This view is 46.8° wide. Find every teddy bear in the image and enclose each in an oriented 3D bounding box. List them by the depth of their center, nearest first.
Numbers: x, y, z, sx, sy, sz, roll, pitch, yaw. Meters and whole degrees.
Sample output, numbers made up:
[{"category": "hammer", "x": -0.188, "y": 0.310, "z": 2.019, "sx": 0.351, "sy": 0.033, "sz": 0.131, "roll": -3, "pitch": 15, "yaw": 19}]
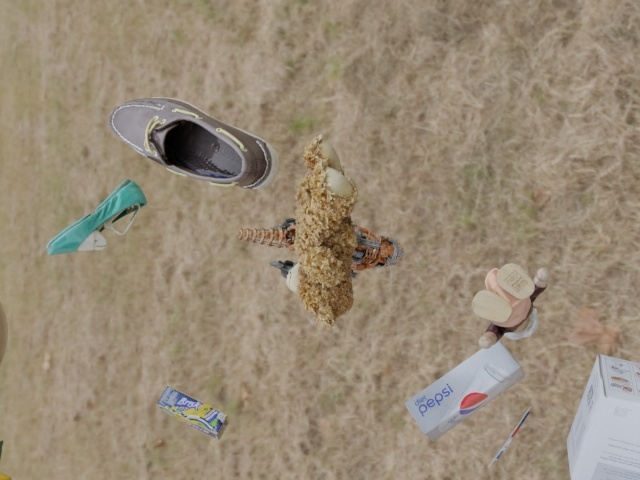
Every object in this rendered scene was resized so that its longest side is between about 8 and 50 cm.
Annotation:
[{"category": "teddy bear", "x": -0.005, "y": -0.010, "z": 1.257, "sx": 0.338, "sy": 0.113, "sz": 0.245, "roll": 96, "pitch": 162, "yaw": -53}]

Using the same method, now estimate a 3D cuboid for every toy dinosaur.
[{"category": "toy dinosaur", "x": 0.000, "y": 0.000, "z": 1.471, "sx": 0.218, "sy": 0.322, "sz": 0.164, "roll": -14, "pitch": 49, "yaw": 64}]

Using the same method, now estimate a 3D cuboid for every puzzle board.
[{"category": "puzzle board", "x": 0.398, "y": 0.413, "z": 1.552, "sx": 0.011, "sy": 0.128, "sz": 0.096, "roll": 35, "pitch": 145, "yaw": 20}]

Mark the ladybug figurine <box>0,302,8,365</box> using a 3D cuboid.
[{"category": "ladybug figurine", "x": -0.663, "y": 0.146, "z": 1.089, "sx": 0.162, "sy": 0.450, "sz": 0.305, "roll": -38, "pitch": -57, "yaw": -83}]

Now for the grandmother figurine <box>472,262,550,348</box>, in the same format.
[{"category": "grandmother figurine", "x": 0.396, "y": 0.136, "z": 1.528, "sx": 0.208, "sy": 0.342, "sz": 0.104, "roll": -38, "pitch": 67, "yaw": 3}]

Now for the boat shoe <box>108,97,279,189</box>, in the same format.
[{"category": "boat shoe", "x": -0.228, "y": -0.165, "z": 1.220, "sx": 0.324, "sy": 0.097, "sz": 0.116, "roll": 23, "pitch": 102, "yaw": 21}]

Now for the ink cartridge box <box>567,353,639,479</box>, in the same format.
[{"category": "ink cartridge box", "x": 0.599, "y": 0.371, "z": 1.272, "sx": 0.130, "sy": 0.310, "sz": 0.271, "roll": -61, "pitch": -19, "yaw": -60}]

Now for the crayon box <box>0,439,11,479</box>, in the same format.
[{"category": "crayon box", "x": -0.440, "y": 0.351, "z": 0.747, "sx": 0.083, "sy": 0.323, "sz": 0.203, "roll": 16, "pitch": 99, "yaw": 24}]

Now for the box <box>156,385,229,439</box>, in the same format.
[{"category": "box", "x": -0.308, "y": 0.417, "z": 1.793, "sx": 0.054, "sy": 0.169, "sz": 0.059, "roll": -60, "pitch": -12, "yaw": -26}]

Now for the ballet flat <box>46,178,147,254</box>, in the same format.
[{"category": "ballet flat", "x": -0.475, "y": -0.032, "z": 1.611, "sx": 0.087, "sy": 0.247, "sz": 0.083, "roll": 45, "pitch": 155, "yaw": -1}]

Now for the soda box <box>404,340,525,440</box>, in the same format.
[{"category": "soda box", "x": 0.357, "y": 0.370, "z": 1.827, "sx": 0.286, "sy": 0.091, "sz": 0.098, "roll": -36, "pitch": 56, "yaw": 3}]
